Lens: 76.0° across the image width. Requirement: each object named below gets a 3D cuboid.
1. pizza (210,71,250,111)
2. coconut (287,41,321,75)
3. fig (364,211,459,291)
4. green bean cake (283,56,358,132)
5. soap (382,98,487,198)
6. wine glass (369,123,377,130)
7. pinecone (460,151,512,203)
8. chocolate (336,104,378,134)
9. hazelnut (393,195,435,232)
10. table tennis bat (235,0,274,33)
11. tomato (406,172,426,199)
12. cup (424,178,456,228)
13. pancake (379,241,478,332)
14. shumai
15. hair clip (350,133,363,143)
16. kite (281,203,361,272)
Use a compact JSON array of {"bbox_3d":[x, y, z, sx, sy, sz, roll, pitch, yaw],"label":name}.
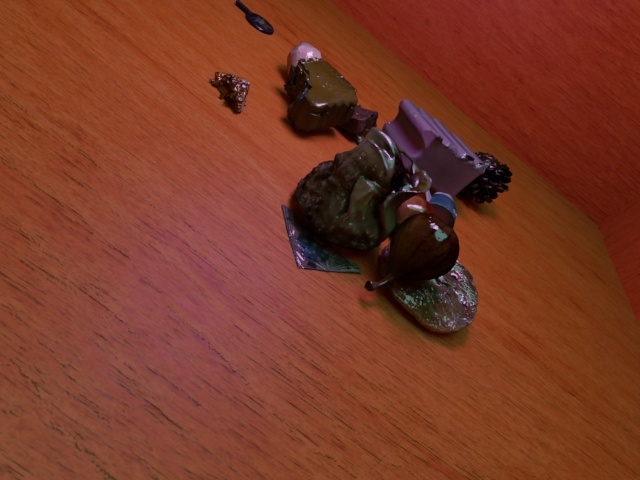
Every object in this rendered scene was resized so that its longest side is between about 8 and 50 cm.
[{"bbox_3d":[-0.310,-0.547,1.495,0.154,0.069,0.194,7,48,-37],"label":"pizza"},{"bbox_3d":[-0.068,-0.800,1.847,0.171,0.171,0.182,5,93,-38],"label":"coconut"},{"bbox_3d":[0.262,0.061,1.256,0.321,0.217,0.217,-34,75,-13],"label":"fig"},{"bbox_3d":[-0.041,-0.583,1.680,0.285,0.202,0.310,-21,67,-36],"label":"green bean cake"},{"bbox_3d":[0.511,-0.439,1.927,0.350,0.213,0.435,21,33,-26],"label":"soap"},{"bbox_3d":[0.265,-0.475,1.924,0.066,0.066,0.198,11,47,-33],"label":"wine glass"},{"bbox_3d":[0.817,-0.320,2.097,0.298,0.242,0.296,11,45,-5],"label":"pinecone"},{"bbox_3d":[0.160,-0.546,1.857,0.148,0.093,0.214,25,37,22],"label":"chocolate"},{"bbox_3d":[0.334,-0.077,1.529,0.182,0.182,0.182,23,41,-22],"label":"hazelnut"},{"bbox_3d":[-0.335,-1.127,2.075,0.236,0.027,0.150,43,38,-3],"label":"table tennis bat"},{"bbox_3d":[0.363,-0.219,1.748,0.225,0.085,0.225,21,45,-22],"label":"tomato"},{"bbox_3d":[0.474,-0.115,1.669,0.173,0.168,0.299,-50,122,-50],"label":"cup"},{"bbox_3d":[0.366,0.144,1.396,0.387,0.082,0.387,17,44,-17],"label":"pancake"},{"bbox_3d":[0.135,-0.185,1.301,0.395,0.348,0.395,20,39,-18],"label":"shumai"},{"bbox_3d":[0.198,-0.421,1.838,0.049,0.049,0.173,-16,64,-47],"label":"hair clip"},{"bbox_3d":[0.000,0.000,1.282,0.335,0.011,0.314,42,38,0],"label":"kite"}]
